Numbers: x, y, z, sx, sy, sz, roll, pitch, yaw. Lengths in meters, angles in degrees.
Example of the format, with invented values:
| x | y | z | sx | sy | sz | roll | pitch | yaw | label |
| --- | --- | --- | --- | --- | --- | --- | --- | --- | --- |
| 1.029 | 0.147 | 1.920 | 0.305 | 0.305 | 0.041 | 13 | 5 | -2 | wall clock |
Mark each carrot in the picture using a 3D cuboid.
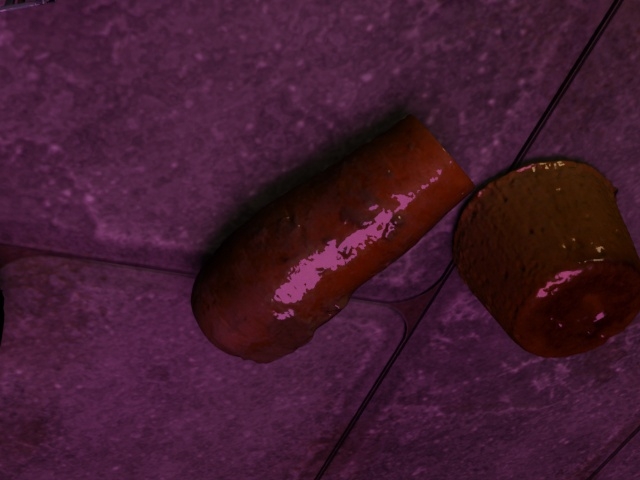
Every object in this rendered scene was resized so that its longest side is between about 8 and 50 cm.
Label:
| x | y | z | sx | sy | sz | roll | pitch | yaw | label |
| --- | --- | --- | --- | --- | --- | --- | --- | --- | --- |
| 0.000 | 0.000 | 0.752 | 0.302 | 0.138 | 0.139 | -42 | 128 | 13 | carrot |

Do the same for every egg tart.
| x | y | z | sx | sy | sz | roll | pitch | yaw | label |
| --- | --- | --- | --- | --- | --- | --- | --- | --- | --- |
| 0.259 | 0.028 | 0.825 | 0.203 | 0.147 | 0.202 | -8 | 131 | -10 | egg tart |

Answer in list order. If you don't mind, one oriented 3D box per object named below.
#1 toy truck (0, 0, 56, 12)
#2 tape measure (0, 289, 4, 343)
| x | y | z | sx | sy | sz | roll | pitch | yaw | label |
| --- | --- | --- | --- | --- | --- | --- | --- | --- | --- |
| -0.223 | -0.249 | 0.482 | 0.080 | 0.115 | 0.177 | -12 | 130 | -4 | toy truck |
| -0.435 | 0.068 | 0.708 | 0.253 | 0.114 | 0.260 | -8 | 135 | -8 | tape measure |
